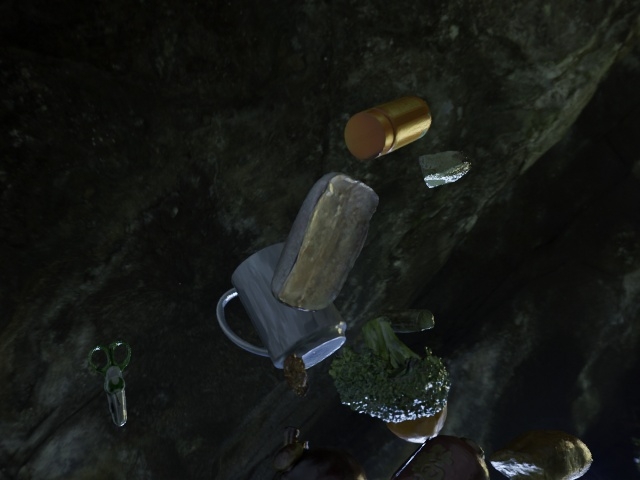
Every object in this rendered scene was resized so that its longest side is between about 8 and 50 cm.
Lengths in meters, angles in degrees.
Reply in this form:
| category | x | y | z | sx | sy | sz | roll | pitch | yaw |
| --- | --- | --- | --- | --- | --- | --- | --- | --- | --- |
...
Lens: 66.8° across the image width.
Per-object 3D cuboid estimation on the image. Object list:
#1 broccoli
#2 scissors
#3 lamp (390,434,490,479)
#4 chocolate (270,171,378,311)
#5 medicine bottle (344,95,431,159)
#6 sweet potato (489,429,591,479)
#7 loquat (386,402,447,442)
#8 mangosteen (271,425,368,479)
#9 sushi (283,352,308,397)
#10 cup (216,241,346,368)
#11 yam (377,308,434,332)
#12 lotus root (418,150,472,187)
| category | x | y | z | sx | sy | sz | roll | pitch | yaw |
| --- | --- | --- | --- | --- | --- | --- | --- | --- | --- |
| broccoli | 0.166 | 0.333 | 1.189 | 0.235 | 0.260 | 0.288 | -51 | -50 | -5 |
| scissors | -0.508 | 0.354 | 1.198 | 0.101 | 0.027 | 0.204 | -8 | -94 | -44 |
| lamp | 0.265 | 0.536 | 1.071 | 0.258 | 0.180 | 0.180 | -35 | -85 | -32 |
| chocolate | 0.000 | 0.000 | 1.043 | 0.185 | 0.100 | 0.303 | 22 | -85 | -43 |
| medicine bottle | 0.141 | -0.231 | 0.984 | 0.192 | 0.096 | 0.096 | -32 | -85 | -44 |
| sweet potato | 0.627 | 0.592 | 1.330 | 0.370 | 0.158 | 0.157 | 4 | -96 | -36 |
| loquat | 0.270 | 0.487 | 1.413 | 0.187 | 0.234 | 0.176 | 42 | -121 | 10 |
| mangosteen | -0.020 | 0.676 | 1.278 | 0.297 | 0.297 | 0.293 | -46 | -75 | -15 |
| sushi | -0.057 | 0.326 | 1.185 | 0.061 | 0.060 | 0.117 | -37 | -67 | -31 |
| cup | -0.126 | 0.218 | 1.426 | 0.323 | 0.236 | 0.326 | -27 | -113 | -11 |
| yam | 0.237 | 0.225 | 1.356 | 0.068 | 0.169 | 0.068 | 5 | -98 | -34 |
| lotus root | 0.362 | -0.201 | 1.399 | 0.143 | 0.144 | 0.070 | 25 | -120 | -54 |
